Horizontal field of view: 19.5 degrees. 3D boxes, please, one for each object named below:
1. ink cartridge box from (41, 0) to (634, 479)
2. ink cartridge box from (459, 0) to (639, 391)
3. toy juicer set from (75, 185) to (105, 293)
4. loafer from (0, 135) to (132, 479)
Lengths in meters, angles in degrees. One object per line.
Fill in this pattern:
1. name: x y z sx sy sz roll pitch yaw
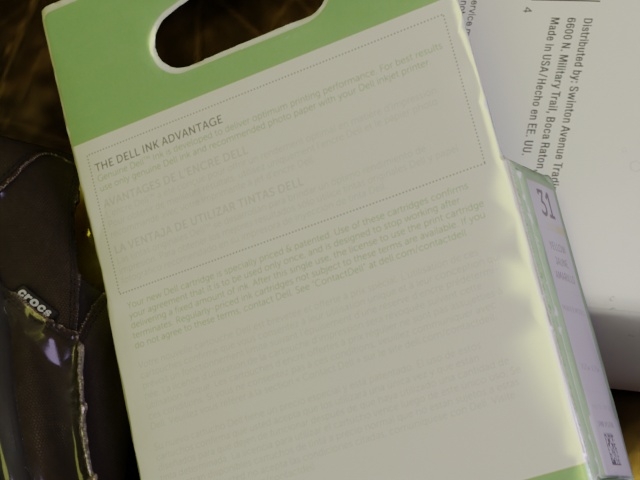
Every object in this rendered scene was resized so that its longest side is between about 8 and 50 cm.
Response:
1. ink cartridge box: 0.000 0.000 0.677 0.171 0.056 0.235 -19 74 23
2. ink cartridge box: 0.153 -0.044 0.729 0.272 0.115 0.198 6 70 25
3. toy juicer set: -0.129 0.080 0.791 0.329 0.089 0.209 40 66 4
4. loafer: -0.099 0.051 0.714 0.078 0.080 0.220 -10 71 -18
